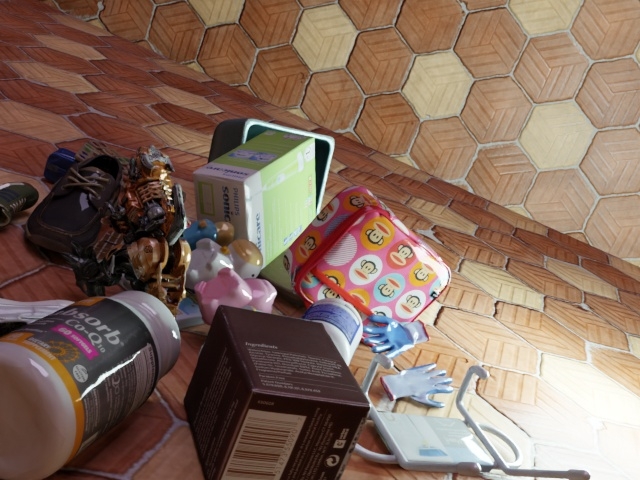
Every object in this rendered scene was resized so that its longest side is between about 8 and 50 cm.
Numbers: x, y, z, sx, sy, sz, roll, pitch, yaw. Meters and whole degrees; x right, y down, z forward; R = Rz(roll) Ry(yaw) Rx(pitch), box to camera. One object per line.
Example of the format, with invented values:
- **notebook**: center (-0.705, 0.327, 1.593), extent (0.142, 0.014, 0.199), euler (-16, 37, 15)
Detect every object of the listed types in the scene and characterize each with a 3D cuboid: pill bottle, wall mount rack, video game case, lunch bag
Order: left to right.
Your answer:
- **lunch bag**: center (-0.536, -0.149, 1.671), extent (0.098, 0.067, 0.065), euler (21, 19, -6)
- **pill bottle**: center (-0.294, 0.160, 0.951), extent (0.162, 0.162, 0.278), euler (26, 19, 11)
- **video game case**: center (-0.246, 0.087, 1.415), extent (0.193, 0.023, 0.212), euler (33, 22, 30)
- **pill bottle**: center (0.002, 0.176, 1.306), extent (0.112, 0.112, 0.187), euler (24, 18, 6)
- **lunch bag**: center (0.075, 0.066, 1.464), extent (0.293, 0.258, 0.120), euler (38, 11, -36)
- **wall mount rack**: center (0.215, 0.296, 1.185), extent (0.349, 0.131, 0.304), euler (11, 22, -27)

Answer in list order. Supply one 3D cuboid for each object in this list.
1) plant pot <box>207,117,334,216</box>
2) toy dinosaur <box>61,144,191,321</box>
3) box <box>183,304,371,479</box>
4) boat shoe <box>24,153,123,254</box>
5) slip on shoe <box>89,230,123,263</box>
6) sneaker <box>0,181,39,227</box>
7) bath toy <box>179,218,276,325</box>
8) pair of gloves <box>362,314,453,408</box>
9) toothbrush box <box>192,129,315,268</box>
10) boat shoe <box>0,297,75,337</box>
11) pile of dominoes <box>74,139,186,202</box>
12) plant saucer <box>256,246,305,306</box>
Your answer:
- **plant pot**: center (-0.156, -0.163, 1.877), extent (0.247, 0.247, 0.252), euler (8, 9, -36)
- **toy dinosaur**: center (-0.277, 0.021, 1.213), extent (0.164, 0.218, 0.322), euler (28, 53, -36)
- **box**: center (-0.065, 0.216, 1.037), extent (0.167, 0.169, 0.203), euler (12, 21, -25)
- **boat shoe**: center (-0.460, -0.084, 1.480), extent (0.132, 0.130, 0.355), euler (18, 19, -10)
- **slip on shoe**: center (-0.389, 0.023, 1.403), extent (0.051, 0.041, 0.135), euler (20, 19, -6)
- **sneaker**: center (-0.572, -0.054, 1.395), extent (0.086, 0.064, 0.192), euler (39, 24, 23)
- **bath toy**: center (-0.142, 0.098, 1.309), extent (0.151, 0.129, 0.348), euler (-26, 41, -8)
- **pair of gloves**: center (0.158, 0.215, 1.405), extent (0.159, 0.023, 0.198), euler (-2, 53, -35)
- **toothbrush box**: center (-0.124, -0.082, 1.587), extent (0.122, 0.206, 0.283), euler (11, 30, 23)
- **boat shoe**: center (-0.407, 0.120, 1.097), extent (0.184, 0.066, 0.063), euler (14, 34, -29)
- **pile of dominoes**: center (-0.417, -0.155, 1.752), extent (0.251, 0.040, 0.196), euler (35, 14, -18)
- **plant saucer**: center (-0.028, 0.069, 1.650), extent (0.277, 0.041, 0.278), euler (16, 23, -7)
